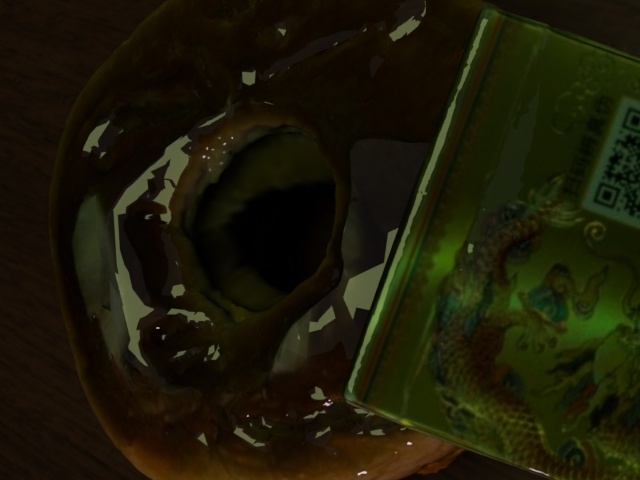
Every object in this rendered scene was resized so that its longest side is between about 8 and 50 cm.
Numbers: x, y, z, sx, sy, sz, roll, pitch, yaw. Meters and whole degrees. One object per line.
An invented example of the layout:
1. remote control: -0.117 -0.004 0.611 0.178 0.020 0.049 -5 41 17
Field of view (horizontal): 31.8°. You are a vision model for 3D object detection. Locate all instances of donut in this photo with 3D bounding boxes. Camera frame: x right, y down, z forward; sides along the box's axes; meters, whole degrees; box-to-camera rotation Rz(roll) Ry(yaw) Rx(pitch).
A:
1. donut: 0.000 0.000 0.626 0.330 0.160 0.330 -11 69 32

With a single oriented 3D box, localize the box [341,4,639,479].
1. box: 0.182 0.037 0.458 0.311 0.043 0.173 20 95 3
